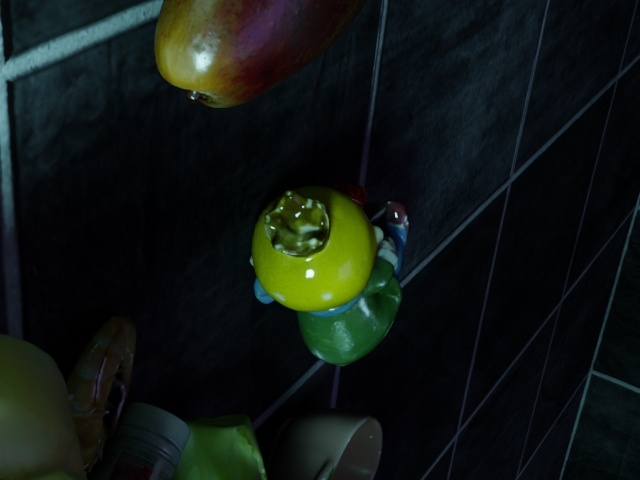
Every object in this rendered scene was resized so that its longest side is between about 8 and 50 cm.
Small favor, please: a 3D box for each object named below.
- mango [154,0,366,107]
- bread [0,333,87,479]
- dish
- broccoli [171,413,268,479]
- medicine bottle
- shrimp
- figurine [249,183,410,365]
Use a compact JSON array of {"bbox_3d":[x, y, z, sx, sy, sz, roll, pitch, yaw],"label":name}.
[{"bbox_3d":[-0.022,-0.193,0.794,0.267,0.111,0.133,-54,142,-40],"label":"mango"},{"bbox_3d":[-0.200,0.258,0.630,0.329,0.245,0.424,-40,140,-48],"label":"bread"},{"bbox_3d":[-0.018,0.269,1.231,0.213,0.090,0.213,-51,154,-37],"label":"dish"},{"bbox_3d":[-0.102,0.359,0.871,0.353,0.397,0.275,-36,148,-15],"label":"broccoli"},{"bbox_3d":[-0.145,0.180,0.888,0.058,0.058,0.091,72,36,-56],"label":"medicine bottle"},{"bbox_3d":[-0.174,0.131,0.854,0.095,0.045,0.162,-91,-162,-78],"label":"shrimp"},{"bbox_3d":[0.014,-0.001,1.035,0.185,0.127,0.234,-63,147,-24],"label":"figurine"}]
